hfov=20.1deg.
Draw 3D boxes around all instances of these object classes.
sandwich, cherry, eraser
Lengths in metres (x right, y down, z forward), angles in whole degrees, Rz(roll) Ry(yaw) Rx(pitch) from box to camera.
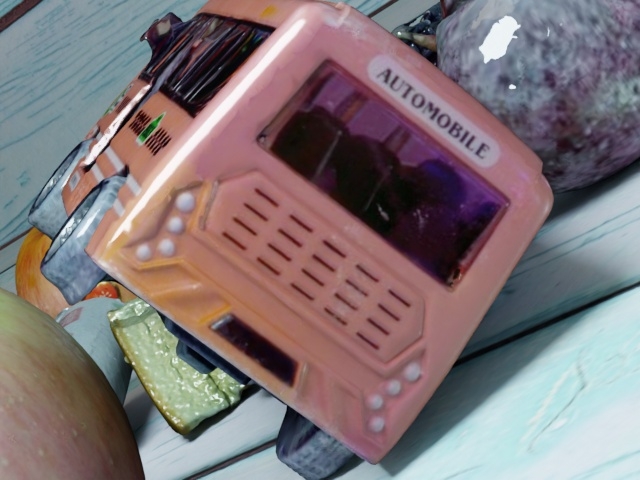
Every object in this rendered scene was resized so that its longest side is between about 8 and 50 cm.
[{"bbox_3d":[-0.103,0.074,1.369,0.090,0.088,0.244,-33,9,-5],"label":"sandwich"},{"bbox_3d":[0.161,-0.124,1.168,0.195,0.195,0.195,-35,9,7],"label":"cherry"},{"bbox_3d":[-0.220,0.140,1.431,0.174,0.081,0.227,-50,9,8],"label":"eraser"}]

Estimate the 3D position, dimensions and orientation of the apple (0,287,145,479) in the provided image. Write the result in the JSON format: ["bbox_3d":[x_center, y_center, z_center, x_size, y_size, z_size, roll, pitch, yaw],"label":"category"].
[{"bbox_3d":[-0.240,0.156,1.003,0.306,0.235,0.306,-35,10,7],"label":"apple"}]

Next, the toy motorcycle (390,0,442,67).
[{"bbox_3d":[0.082,-0.171,1.891,0.270,0.106,0.159,-44,18,-23],"label":"toy motorcycle"}]

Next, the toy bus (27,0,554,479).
[{"bbox_3d":[-0.031,-0.031,1.087,0.233,0.203,0.427,-52,14,1],"label":"toy bus"}]

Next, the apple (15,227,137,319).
[{"bbox_3d":[-0.191,0.024,1.697,0.209,0.164,0.209,-37,9,7],"label":"apple"}]
